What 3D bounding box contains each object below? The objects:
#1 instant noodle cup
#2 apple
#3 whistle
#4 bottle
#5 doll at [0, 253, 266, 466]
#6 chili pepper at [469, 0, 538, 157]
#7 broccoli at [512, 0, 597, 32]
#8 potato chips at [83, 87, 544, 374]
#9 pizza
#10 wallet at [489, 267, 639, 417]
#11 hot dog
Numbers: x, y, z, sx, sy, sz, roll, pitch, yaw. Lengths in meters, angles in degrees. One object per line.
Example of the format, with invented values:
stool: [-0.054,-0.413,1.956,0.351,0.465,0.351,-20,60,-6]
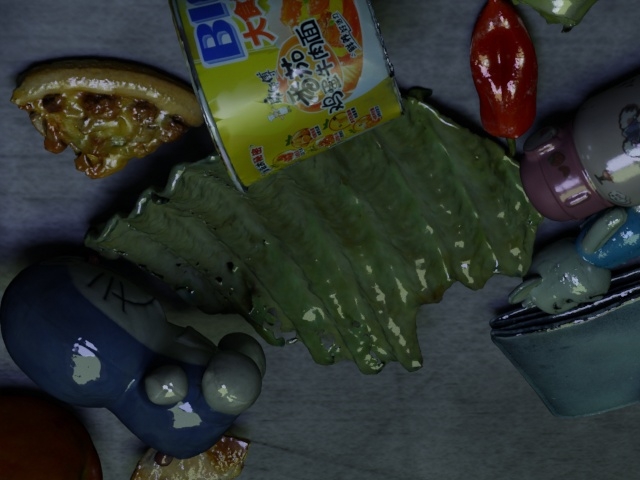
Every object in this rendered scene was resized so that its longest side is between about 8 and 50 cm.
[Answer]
instant noodle cup: [-0.026,-0.156,1.301,0.153,0.205,0.205,-20,140,2]
apple: [-0.352,0.284,1.789,0.230,0.230,0.230,-3,142,-2]
whistle: [0.290,0.001,1.608,0.235,0.077,0.114,-41,155,26]
bottle: [0.291,-0.093,1.462,0.233,0.110,0.110,-25,137,24]
doll: [-0.187,0.104,1.586,0.258,0.228,0.154,38,97,-5]
chili pepper: [0.164,-0.140,1.436,0.059,0.050,0.191,4,136,18]
broccoli: [0.232,-0.248,1.202,0.302,0.186,0.254,-36,141,25]
potato chips: [-0.007,-0.003,1.557,0.389,0.097,0.373,26,131,-34]
pizza: [-0.187,-0.104,1.450,0.175,0.046,0.134,0,141,-7]
wallet: [0.356,0.112,1.768,0.290,0.054,0.251,-20,142,18]
hot dog: [-0.151,0.256,1.892,0.169,0.061,0.078,-22,98,15]
